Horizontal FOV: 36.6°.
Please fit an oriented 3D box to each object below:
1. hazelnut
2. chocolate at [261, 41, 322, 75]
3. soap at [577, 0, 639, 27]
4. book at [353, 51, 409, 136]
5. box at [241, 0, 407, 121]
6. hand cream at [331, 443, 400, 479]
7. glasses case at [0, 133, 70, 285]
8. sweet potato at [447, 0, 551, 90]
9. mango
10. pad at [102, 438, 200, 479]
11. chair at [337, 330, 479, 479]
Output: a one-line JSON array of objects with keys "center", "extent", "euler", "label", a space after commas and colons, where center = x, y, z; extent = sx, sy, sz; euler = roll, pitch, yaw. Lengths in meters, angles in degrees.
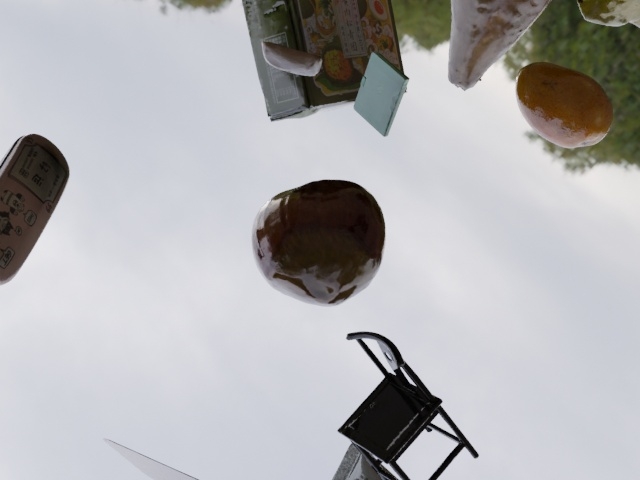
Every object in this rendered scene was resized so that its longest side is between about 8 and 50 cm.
[{"center": [0.003, 0.006, 1.487], "extent": [0.210, 0.210, 0.186], "euler": [-34, -71, -62], "label": "hazelnut"}, {"center": [-0.048, -0.283, 1.523], "extent": [0.100, 0.031, 0.064], "euler": [18, 170, 5], "label": "chocolate"}, {"center": [0.300, -0.339, 0.921], "extent": [0.199, 0.091, 0.315], "euler": [3, -122, -26], "label": "soap"}, {"center": [0.114, -0.283, 1.860], "extent": [0.017, 0.135, 0.103], "euler": [-20, -127, -37], "label": "book"}, {"center": [0.006, -0.489, 2.112], "extent": [0.373, 0.138, 0.421], "euler": [-19, -80, -49], "label": "box"}, {"center": [0.153, 0.494, 1.729], "extent": [0.314, 0.140, 0.089], "euler": [31, -164, 28], "label": "hand cream"}, {"center": [-0.534, -0.057, 1.690], "extent": [0.122, 0.075, 0.314], "euler": [49, -138, -32], "label": "glasses case"}, {"center": [0.145, -0.272, 0.690], "extent": [0.131, 0.337, 0.131], "euler": [20, -162, -7], "label": "sweet potato"}, {"center": [0.456, -0.267, 1.861], "extent": [0.102, 0.141, 0.217], "euler": [-12, -129, -40], "label": "mango"}, {"center": [-0.193, 0.363, 1.426], "extent": [0.266, 0.002, 0.176], "euler": [14, 153, 32], "label": "pad"}, {"center": [0.117, 0.284, 1.543], "extent": [0.260, 0.141, 0.154], "euler": [53, 162, -28], "label": "chair"}]
